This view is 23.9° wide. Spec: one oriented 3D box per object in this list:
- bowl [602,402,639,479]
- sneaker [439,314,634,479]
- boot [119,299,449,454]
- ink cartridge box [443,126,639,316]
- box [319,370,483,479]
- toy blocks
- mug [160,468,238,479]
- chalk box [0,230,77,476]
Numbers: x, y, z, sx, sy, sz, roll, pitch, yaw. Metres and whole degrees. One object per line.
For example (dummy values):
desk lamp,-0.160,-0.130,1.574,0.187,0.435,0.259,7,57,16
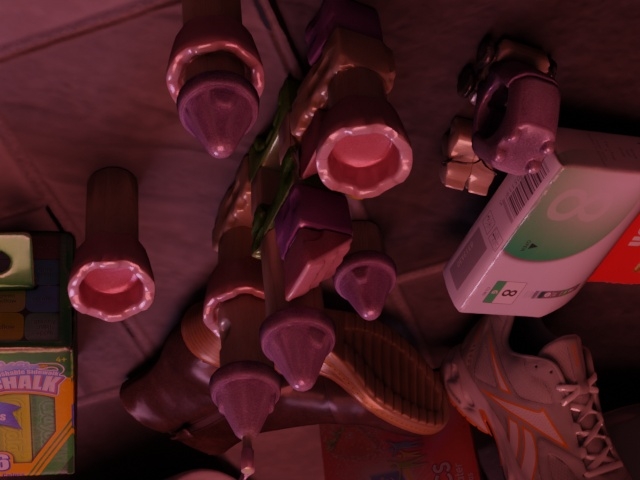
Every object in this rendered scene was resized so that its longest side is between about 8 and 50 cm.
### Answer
bowl,0.298,0.266,1.438,0.311,0.163,0.311,-17,151,-10
sneaker,0.204,0.151,1.287,0.099,0.262,0.121,-4,132,-40
boot,-0.033,0.138,1.355,0.248,0.090,0.207,29,135,-19
ink cartridge box,0.237,-0.007,1.238,0.224,0.056,0.181,6,137,-25
box,0.089,0.284,1.363,0.142,0.300,0.154,-11,136,4
toy blocks,0.000,0.000,1.093,0.308,0.260,0.289,14,131,-20
mug,-0.184,0.407,1.510,0.328,0.276,0.374,-25,164,25
chalk box,-0.265,0.079,1.231,0.132,0.132,0.213,0,135,-7
